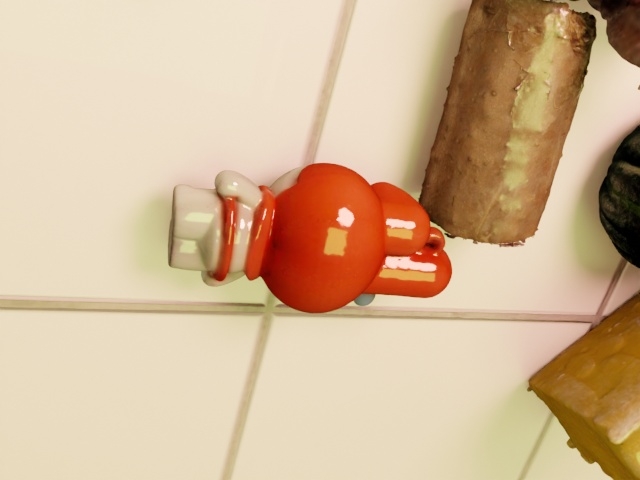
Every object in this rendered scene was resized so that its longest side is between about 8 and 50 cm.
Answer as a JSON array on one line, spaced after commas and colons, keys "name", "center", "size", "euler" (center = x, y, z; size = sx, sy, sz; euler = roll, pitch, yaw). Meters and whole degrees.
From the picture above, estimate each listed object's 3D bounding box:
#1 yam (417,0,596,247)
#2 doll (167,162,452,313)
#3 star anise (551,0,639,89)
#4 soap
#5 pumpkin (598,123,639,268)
[{"name": "yam", "center": [0.181, -0.124, 0.715], "size": [0.129, 0.128, 0.239], "euler": [8, 115, -2]}, {"name": "doll", "center": [0.000, 0.000, 0.705], "size": [0.290, 0.130, 0.161], "euler": [5, 126, -14]}, {"name": "star anise", "center": [0.279, -0.253, 0.616], "size": [0.359, 0.316, 0.139], "euler": [-38, 178, -45]}, {"name": "soap", "center": [0.455, 0.158, 0.889], "size": [0.335, 0.293, 0.156], "euler": [-37, 88, 2]}, {"name": "pumpkin", "center": [0.440, -0.057, 0.845], "size": [0.220, 0.162, 0.221], "euler": [-10, 126, -14]}]
